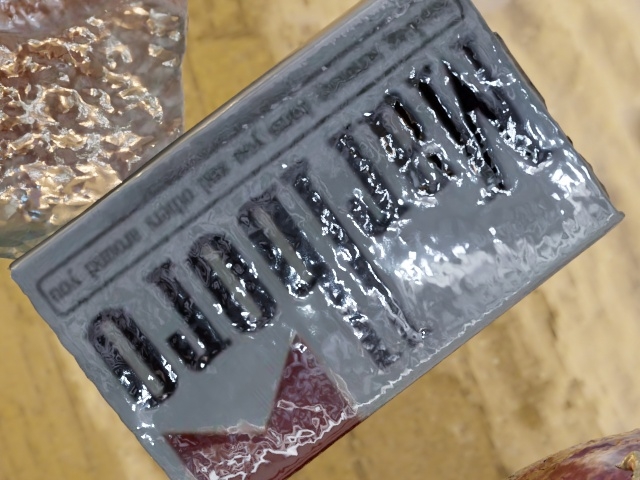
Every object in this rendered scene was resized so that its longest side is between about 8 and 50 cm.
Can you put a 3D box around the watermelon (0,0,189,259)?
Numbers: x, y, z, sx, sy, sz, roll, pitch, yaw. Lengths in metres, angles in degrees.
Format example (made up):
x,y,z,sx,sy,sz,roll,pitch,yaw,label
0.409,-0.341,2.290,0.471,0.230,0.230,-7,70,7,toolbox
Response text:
x,y,z,sx,sy,sz,roll,pitch,yaw,label
-0.201,-0.073,0.950,0.302,0.264,0.151,111,154,-60,watermelon

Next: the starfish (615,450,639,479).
x,y,z,sx,sy,sz,roll,pitch,yaw,label
0.158,0.196,0.833,0.138,0.247,0.050,39,126,13,starfish

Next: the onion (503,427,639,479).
x,y,z,sx,sy,sz,roll,pitch,yaw,label
0.291,0.257,1.122,0.398,0.420,0.398,37,150,26,onion

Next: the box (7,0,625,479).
x,y,z,sx,sy,sz,roll,pitch,yaw,label
0.000,0.000,0.584,0.115,0.177,0.036,54,176,-14,box
